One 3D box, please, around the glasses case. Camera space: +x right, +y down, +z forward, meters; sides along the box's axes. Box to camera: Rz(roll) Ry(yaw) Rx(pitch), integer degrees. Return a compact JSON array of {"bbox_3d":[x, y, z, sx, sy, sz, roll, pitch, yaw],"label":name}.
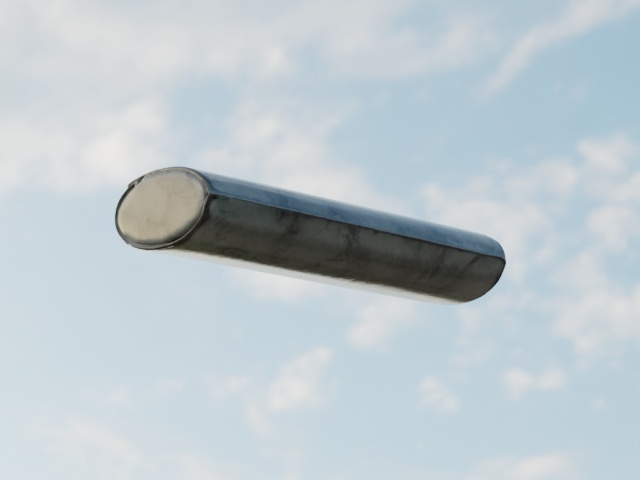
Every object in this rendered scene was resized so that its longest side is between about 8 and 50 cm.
[{"bbox_3d":[0.000,0.000,1.271,0.299,0.060,0.114,12,-11,-41],"label":"glasses case"}]
